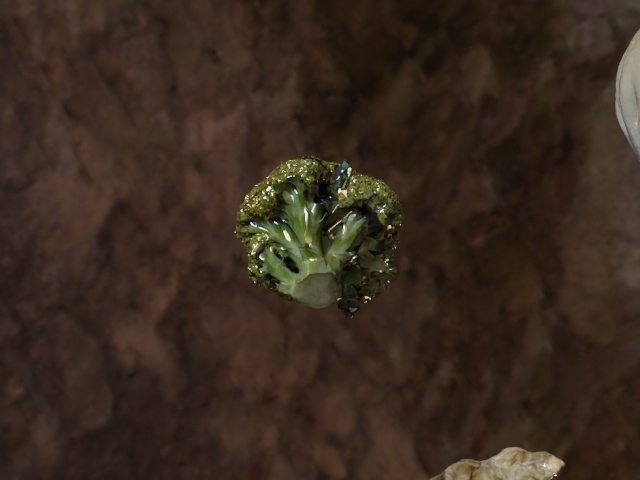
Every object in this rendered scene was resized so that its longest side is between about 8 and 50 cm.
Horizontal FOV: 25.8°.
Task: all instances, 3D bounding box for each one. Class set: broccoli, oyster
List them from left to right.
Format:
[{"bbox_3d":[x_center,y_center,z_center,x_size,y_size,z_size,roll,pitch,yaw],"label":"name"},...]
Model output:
[{"bbox_3d":[0.000,0.000,1.047,0.130,0.131,0.120,30,-149,-17],"label":"broccoli"},{"bbox_3d":[0.170,0.321,1.608,0.341,0.110,0.166,124,157,-62],"label":"oyster"}]

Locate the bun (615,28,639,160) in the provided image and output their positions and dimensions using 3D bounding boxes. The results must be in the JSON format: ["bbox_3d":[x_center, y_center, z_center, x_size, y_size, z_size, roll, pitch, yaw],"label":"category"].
[{"bbox_3d":[0.294,-0.081,0.994,0.193,0.128,0.178,48,173,40],"label":"bun"}]
